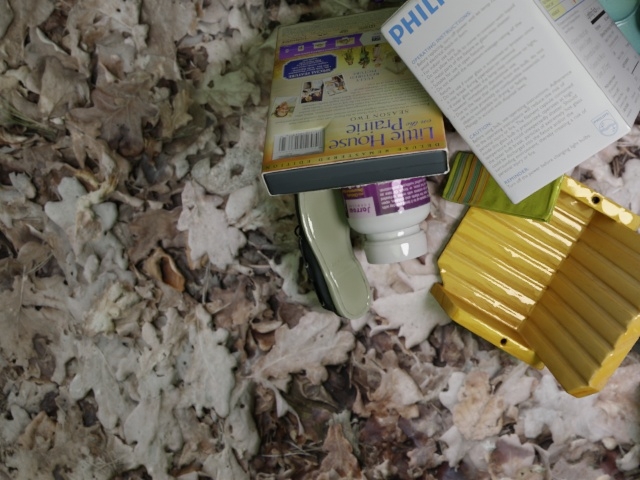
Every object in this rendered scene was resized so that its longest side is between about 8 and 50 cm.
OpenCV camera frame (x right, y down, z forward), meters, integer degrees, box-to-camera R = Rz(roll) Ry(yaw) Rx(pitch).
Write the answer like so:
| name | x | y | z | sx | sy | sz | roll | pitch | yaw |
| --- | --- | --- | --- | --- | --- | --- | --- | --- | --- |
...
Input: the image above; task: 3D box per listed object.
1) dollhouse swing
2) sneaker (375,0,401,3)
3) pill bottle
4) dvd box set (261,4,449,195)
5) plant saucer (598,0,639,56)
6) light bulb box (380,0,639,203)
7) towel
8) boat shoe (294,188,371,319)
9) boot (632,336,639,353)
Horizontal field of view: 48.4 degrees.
| name | x | y | z | sx | sy | sz | roll | pitch | yaw |
| --- | --- | --- | --- | --- | --- | --- | --- | --- | --- |
| dollhouse swing | 0.403 | 0.057 | 1.307 | 0.315 | 0.305 | 0.347 | 30 | 104 | 3 |
| sneaker | 0.100 | -0.548 | 1.357 | 0.282 | 0.102 | 0.161 | 25 | 106 | 5 |
| pill bottle | 0.122 | -0.113 | 1.392 | 0.169 | 0.169 | 0.302 | -11 | 97 | 11 |
| dvd box set | 0.061 | -0.266 | 1.280 | 0.307 | 0.421 | 0.062 | -7 | 139 | 10 |
| plant saucer | 0.542 | -0.453 | 1.327 | 0.317 | 0.044 | 0.318 | 2 | 100 | 9 |
| light bulb box | 0.345 | -0.314 | 1.199 | 0.225 | 0.358 | 0.361 | -37 | 92 | 38 |
| towel | 0.342 | -0.105 | 1.355 | 0.237 | 0.021 | 0.102 | 18 | 93 | 45 |
| boat shoe | 0.003 | -0.001 | 1.465 | 0.113 | 0.127 | 0.340 | -3 | 112 | 53 |
| boot | 0.736 | 0.126 | 1.274 | 0.347 | 0.131 | 0.260 | 22 | 108 | 14 |
